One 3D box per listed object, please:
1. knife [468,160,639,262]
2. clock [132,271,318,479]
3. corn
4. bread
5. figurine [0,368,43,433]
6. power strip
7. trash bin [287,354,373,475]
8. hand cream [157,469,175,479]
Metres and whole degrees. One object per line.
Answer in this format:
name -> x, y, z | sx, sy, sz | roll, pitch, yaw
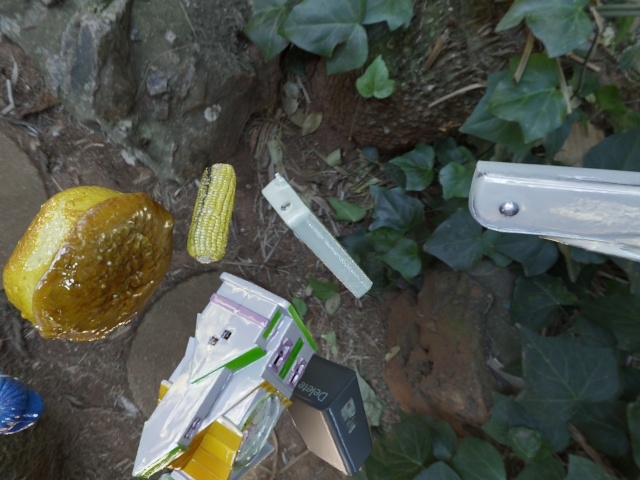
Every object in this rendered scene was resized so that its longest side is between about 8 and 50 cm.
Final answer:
knife -> 0.246, -0.013, 0.299 | 0.041, 0.265, 0.073 | -54, 150, -50
clock -> -0.146, 0.252, 0.668 | 0.310, 0.165, 0.235 | -58, 153, -23
corn -> -0.203, -0.055, 0.779 | 0.071, 0.072, 0.203 | 14, 68, -21
bread -> -0.358, 0.037, 0.665 | 0.145, 0.268, 0.269 | 22, 79, 17
figurine -> -0.468, 0.223, 0.593 | 0.086, 0.149, 0.088 | -26, 121, -42
power strip -> 0.000, 0.000, 0.688 | 0.046, 0.118, 0.270 | -39, 134, 2
trash bin -> 0.014, 0.384, 0.907 | 0.115, 0.165, 0.226 | -37, 122, -37
hand cream -> -0.292, 0.550, 0.782 | 0.086, 0.235, 0.055 | 21, 111, -22
